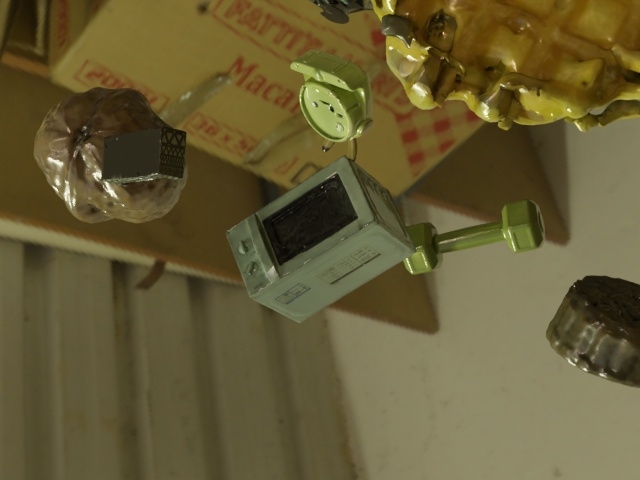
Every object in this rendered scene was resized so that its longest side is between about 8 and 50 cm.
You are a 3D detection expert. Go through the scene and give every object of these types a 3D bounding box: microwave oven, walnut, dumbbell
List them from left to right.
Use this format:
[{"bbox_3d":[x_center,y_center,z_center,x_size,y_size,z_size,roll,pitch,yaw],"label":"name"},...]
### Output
[{"bbox_3d":[-0.360,-0.143,1.858,0.273,0.273,0.226,7,-107,-37],"label":"walnut"},{"bbox_3d":[0.000,0.000,1.495,0.162,0.208,0.122,33,-151,-57],"label":"microwave oven"},{"bbox_3d":[0.321,-0.007,2.277,0.108,0.302,0.121,-71,-36,-58],"label":"dumbbell"}]

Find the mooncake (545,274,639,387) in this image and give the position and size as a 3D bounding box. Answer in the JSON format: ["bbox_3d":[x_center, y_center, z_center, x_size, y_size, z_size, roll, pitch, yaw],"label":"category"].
[{"bbox_3d":[0.505,0.149,1.814,0.228,0.124,0.228,13,-158,-5],"label":"mooncake"}]

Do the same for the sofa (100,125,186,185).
[{"bbox_3d":[-0.209,-0.097,1.265,0.039,0.118,0.060,13,-102,-44],"label":"sofa"}]

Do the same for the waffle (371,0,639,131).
[{"bbox_3d":[0.141,-0.195,0.651,0.060,0.281,0.262,53,-161,-77],"label":"waffle"}]

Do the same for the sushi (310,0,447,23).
[{"bbox_3d":[0.093,-0.416,1.232,0.285,0.327,0.329,23,179,34],"label":"sushi"}]

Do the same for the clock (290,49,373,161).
[{"bbox_3d":[0.030,-0.268,2.193,0.170,0.232,0.069,25,-128,36],"label":"clock"}]
